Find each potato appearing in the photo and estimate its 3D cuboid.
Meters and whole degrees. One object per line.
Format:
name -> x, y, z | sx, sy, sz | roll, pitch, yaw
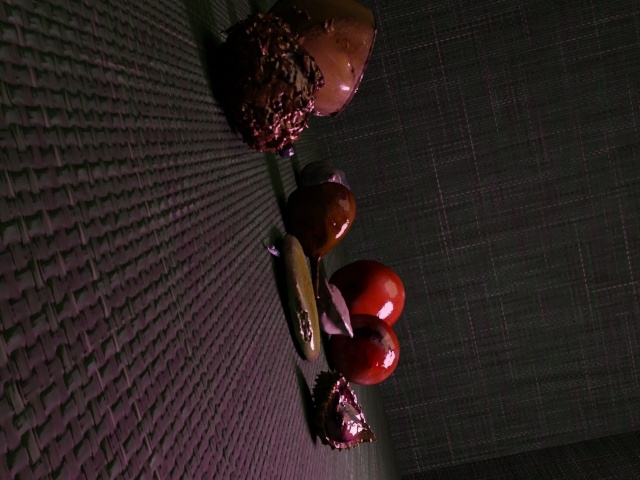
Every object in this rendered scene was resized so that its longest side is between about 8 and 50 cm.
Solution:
potato -> -0.048, -0.640, 2.012 | 0.385, 0.319, 0.442 | -63, -159, 21

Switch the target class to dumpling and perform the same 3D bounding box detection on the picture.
dumpling -> 0.026, 0.183, 1.677 | 0.150, 0.092, 0.176 | 73, 6, -59

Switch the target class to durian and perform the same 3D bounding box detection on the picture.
durian -> 0.016, 0.373, 1.292 | 0.108, 0.119, 0.186 | -40, 110, -41

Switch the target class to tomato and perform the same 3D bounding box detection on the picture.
tomato -> 0.127, 0.316, 1.785 | 0.184, 0.208, 0.208 | 131, -52, -71

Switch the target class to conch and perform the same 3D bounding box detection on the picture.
conch -> 0.011, -0.161, 2.045 | 0.277, 0.195, 0.220 | 123, -11, -63

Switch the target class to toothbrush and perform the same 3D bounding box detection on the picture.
toothbrush -> -0.094, 0.028, 1.285 | 0.162, 0.017, 0.014 | 70, 13, -77

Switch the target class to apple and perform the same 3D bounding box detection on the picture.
apple -> 0.144, 0.186, 2.041 | 0.216, 0.260, 0.260 | 38, 32, -42

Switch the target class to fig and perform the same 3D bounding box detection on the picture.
fig -> -0.020, -0.016, 1.560 | 0.290, 0.191, 0.190 | -65, 159, -20

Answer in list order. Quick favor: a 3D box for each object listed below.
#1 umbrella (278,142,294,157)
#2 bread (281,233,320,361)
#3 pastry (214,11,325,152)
umbrella -> -0.116, -0.371, 1.593 | 0.143, 0.094, 0.349 | -89, 167, -51
bread -> -0.040, 0.127, 1.398 | 0.301, 0.045, 0.301 | -11, 90, -88
pastry -> -0.090, -0.306, 1.183 | 0.275, 0.193, 0.275 | -15, 90, -84
